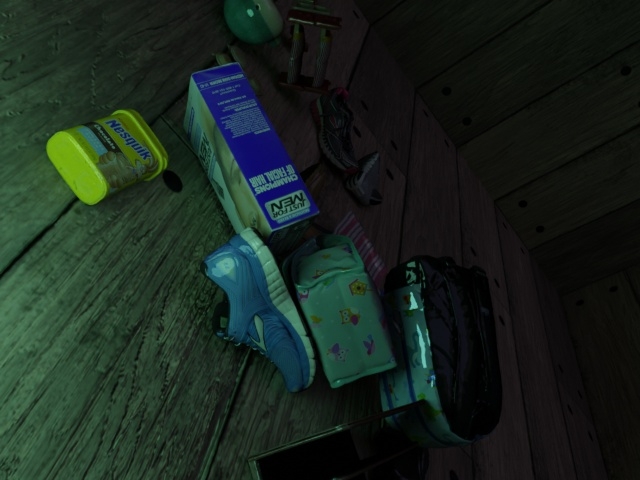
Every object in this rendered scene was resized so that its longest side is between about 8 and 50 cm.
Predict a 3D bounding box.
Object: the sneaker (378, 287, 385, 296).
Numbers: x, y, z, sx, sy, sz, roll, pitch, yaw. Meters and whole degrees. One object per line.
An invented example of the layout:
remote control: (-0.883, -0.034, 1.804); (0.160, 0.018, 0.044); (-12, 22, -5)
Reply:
sneaker: (0.163, 0.189, 1.532); (0.085, 0.058, 0.152); (29, 33, -33)

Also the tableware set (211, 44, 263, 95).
tableware set: (-0.208, -0.431, 1.550); (0.168, 0.020, 0.141); (60, 29, -3)

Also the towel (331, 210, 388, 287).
towel: (0.103, 0.031, 1.519); (0.197, 0.029, 0.144); (58, 31, -15)

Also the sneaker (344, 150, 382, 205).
sneaker: (0.152, -0.177, 1.864); (0.132, 0.086, 0.228); (57, 37, -18)

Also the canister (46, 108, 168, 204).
canister: (-0.341, -0.138, 0.976); (0.126, 0.073, 0.170); (55, 29, -8)

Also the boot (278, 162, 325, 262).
boot: (0.002, -0.001, 1.335); (0.269, 0.089, 0.236); (46, 73, -23)

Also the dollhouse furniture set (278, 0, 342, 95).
dollhouse furniture set: (-0.025, -0.602, 1.801); (0.152, 0.201, 0.374); (9, 33, -3)

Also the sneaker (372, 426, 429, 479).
sneaker: (0.164, 0.505, 1.197); (0.130, 0.109, 0.286); (31, 29, -34)

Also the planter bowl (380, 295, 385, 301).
planter bowl: (0.132, 0.185, 1.398); (0.162, 0.162, 0.109); (5, 81, -58)

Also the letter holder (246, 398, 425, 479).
letter holder: (0.068, 0.379, 1.009); (0.302, 0.214, 0.152); (10, 55, -57)

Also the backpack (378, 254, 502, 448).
backpack: (0.248, 0.245, 1.244); (0.290, 0.273, 0.355); (13, 51, -44)

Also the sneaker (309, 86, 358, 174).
sneaker: (0.055, -0.332, 1.801); (0.121, 0.112, 0.299); (18, 49, -53)

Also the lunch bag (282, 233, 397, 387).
lunch bag: (0.029, 0.120, 1.171); (0.262, 0.160, 0.223); (-118, -170, -71)

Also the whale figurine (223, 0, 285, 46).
whale figurine: (-0.195, -0.630, 1.681); (0.216, 0.141, 0.272); (57, 3, -19)

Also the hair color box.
hair color box: (-0.143, -0.142, 1.150); (0.110, 0.185, 0.338); (-24, 77, -25)

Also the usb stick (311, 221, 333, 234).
usb stick: (0.000, 0.000, 1.453); (0.278, 0.045, 0.077); (30, 40, -46)

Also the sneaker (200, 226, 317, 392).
sneaker: (-0.111, 0.141, 1.059); (0.329, 0.147, 0.130); (67, -6, -23)
